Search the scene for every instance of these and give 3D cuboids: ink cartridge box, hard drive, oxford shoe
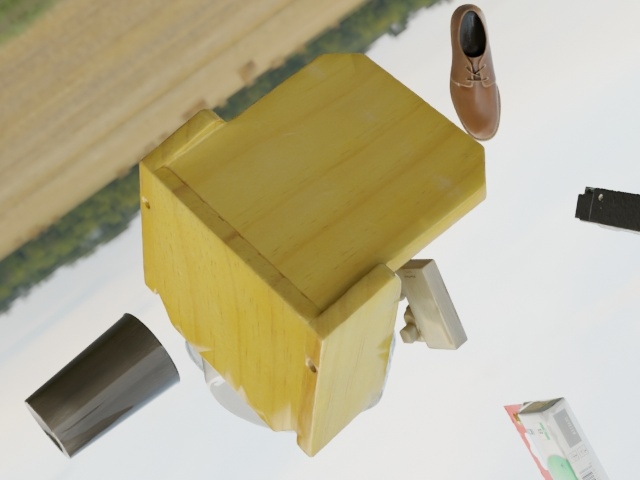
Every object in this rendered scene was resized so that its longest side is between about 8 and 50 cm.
[{"bbox_3d":[0.355,0.338,2.070,0.056,0.181,0.225,-29,179,-21],"label":"ink cartridge box"},{"bbox_3d":[0.559,-0.022,1.940,0.237,0.064,0.339,8,-175,-24],"label":"hard drive"},{"bbox_3d":[0.232,-0.252,2.025,0.076,0.212,0.076,-10,-171,4],"label":"oxford shoe"}]

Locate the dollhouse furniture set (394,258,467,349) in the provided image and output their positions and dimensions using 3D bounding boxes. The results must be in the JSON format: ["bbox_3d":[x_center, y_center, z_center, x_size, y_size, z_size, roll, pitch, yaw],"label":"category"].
[{"bbox_3d":[0.129,0.043,1.672,0.123,0.144,0.151,-36,-160,-34],"label":"dollhouse furniture set"}]

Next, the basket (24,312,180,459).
[{"bbox_3d":[-0.375,0.253,2.269,0.227,0.154,0.204,-38,179,-20],"label":"basket"}]

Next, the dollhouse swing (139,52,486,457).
[{"bbox_3d":[0.000,0.000,1.636,0.305,0.347,0.315,-30,145,-29],"label":"dollhouse swing"}]

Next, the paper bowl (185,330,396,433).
[{"bbox_3d":[-0.047,0.163,1.832,0.284,0.284,0.148,-28,-143,49],"label":"paper bowl"}]
